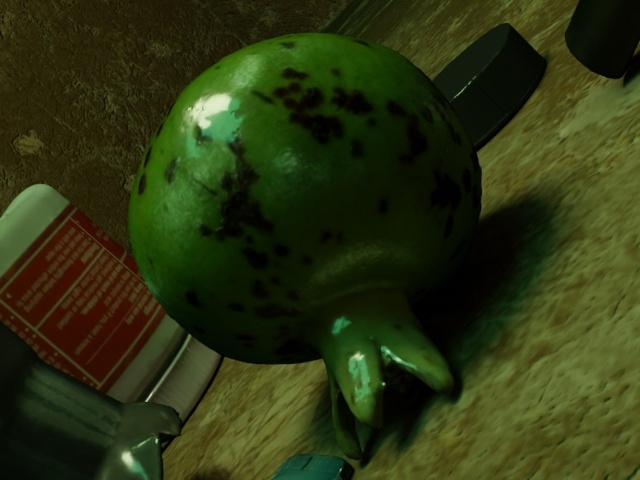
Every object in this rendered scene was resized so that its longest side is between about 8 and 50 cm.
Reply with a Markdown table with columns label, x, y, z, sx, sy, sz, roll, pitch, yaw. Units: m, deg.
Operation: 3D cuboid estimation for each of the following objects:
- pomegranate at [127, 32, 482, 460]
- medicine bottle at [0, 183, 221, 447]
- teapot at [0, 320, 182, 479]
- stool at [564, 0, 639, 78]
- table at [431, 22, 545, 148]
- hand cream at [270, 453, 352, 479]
| label | x | y | z | sx | sy | sz | roll | pitch | yaw |
| --- | --- | --- | --- | --- | --- | --- | --- | --- | --- |
| pomegranate | 0.000 | 0.000 | 0.614 | 0.211 | 0.211 | 0.263 | -41 | 57 | 29 |
| medicine bottle | -0.260 | 0.111 | 0.993 | 0.252 | 0.241 | 0.252 | -45 | 11 | 11 |
| teapot | -0.303 | 0.165 | 0.687 | 0.376 | 0.362 | 0.305 | -54 | 11 | 32 |
| stool | 0.169 | -0.255 | 0.662 | 0.178 | 0.272 | 0.272 | -57 | 2 | 43 |
| table | 0.120 | -0.116 | 0.862 | 0.133 | 0.043 | 0.133 | -45 | 11 | 11 |
| hand cream | -0.069 | 0.196 | 0.539 | 0.224 | 0.048 | 0.083 | -46 | 10 | -25 |
